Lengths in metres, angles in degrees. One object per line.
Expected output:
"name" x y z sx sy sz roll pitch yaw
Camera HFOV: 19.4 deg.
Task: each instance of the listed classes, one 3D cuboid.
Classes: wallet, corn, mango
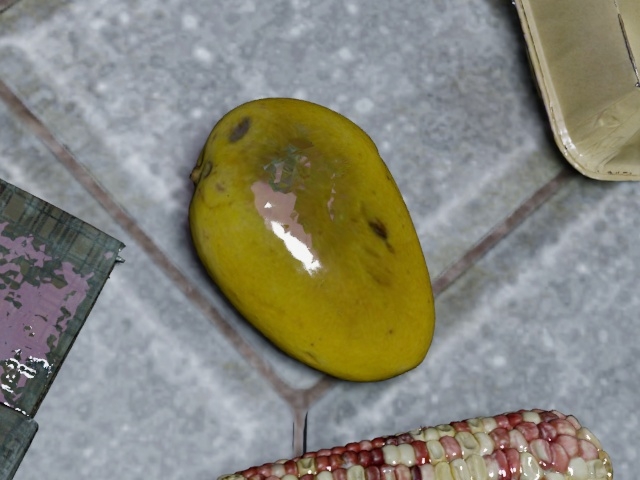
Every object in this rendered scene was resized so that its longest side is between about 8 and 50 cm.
"wallet" -0.253 0.098 1.093 0.169 0.044 0.317 26 66 -1
"corn" 0.031 0.164 1.094 0.290 0.098 0.098 -11 70 -12
"mango" 0.000 0.000 1.157 0.137 0.098 0.195 -39 84 -27

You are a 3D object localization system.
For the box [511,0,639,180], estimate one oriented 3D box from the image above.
"box" 0.186 -0.127 1.250 0.111 0.111 0.177 -10 74 -15
